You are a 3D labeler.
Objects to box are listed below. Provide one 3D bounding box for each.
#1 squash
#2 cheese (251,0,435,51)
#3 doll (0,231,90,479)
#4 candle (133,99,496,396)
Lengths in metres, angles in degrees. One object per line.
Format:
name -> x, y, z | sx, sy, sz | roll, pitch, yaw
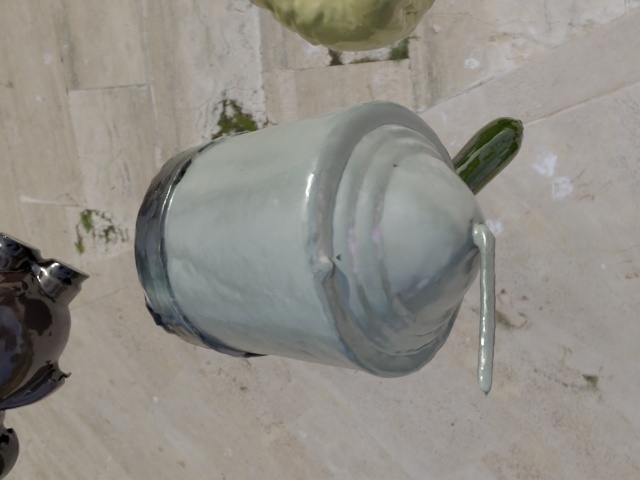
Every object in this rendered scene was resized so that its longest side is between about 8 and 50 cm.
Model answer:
squash -> 0.149, -0.058, 0.555 | 0.052, 0.052, 0.183 | 41, 105, 11
cheese -> 0.010, -0.273, 0.405 | 0.213, 0.117, 0.226 | 29, 126, 15
doll -> -0.354, 0.122, 0.520 | 0.182, 0.117, 0.257 | 30, 86, -13
candle -> 0.000, 0.000, 0.447 | 0.342, 0.221, 0.222 | -4, 105, 42
